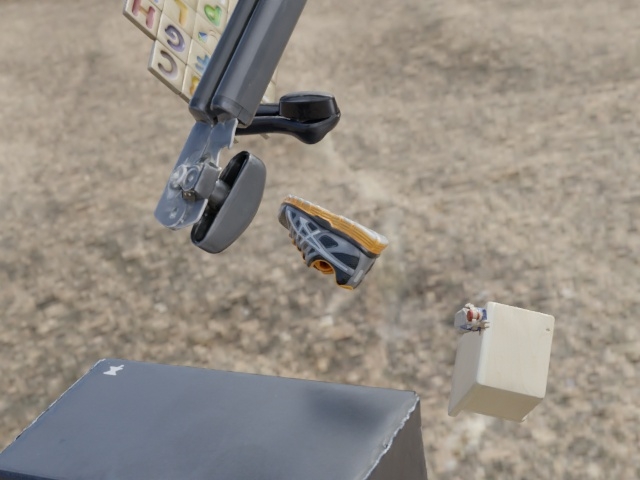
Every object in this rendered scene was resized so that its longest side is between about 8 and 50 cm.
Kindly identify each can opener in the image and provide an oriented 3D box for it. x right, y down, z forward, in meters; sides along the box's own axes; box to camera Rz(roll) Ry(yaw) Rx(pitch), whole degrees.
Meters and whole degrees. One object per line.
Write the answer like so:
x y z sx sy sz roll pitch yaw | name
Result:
-0.065 -0.156 1.611 0.186 0.073 0.059 -2 31 14 | can opener
-0.076 -0.125 1.263 0.076 0.095 0.283 5 66 50 | can opener

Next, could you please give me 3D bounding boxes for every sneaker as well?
0.000 0.000 1.695 0.084 0.083 0.215 23 2 -34 | sneaker

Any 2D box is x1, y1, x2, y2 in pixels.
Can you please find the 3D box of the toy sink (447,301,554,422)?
0.320 0.227 2.270 0.131 0.234 0.153 13 66 -2 | toy sink

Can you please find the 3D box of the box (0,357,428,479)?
-0.110 0.437 1.653 0.479 0.472 0.297 3 25 26 | box

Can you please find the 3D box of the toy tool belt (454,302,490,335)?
0.253 0.128 2.090 0.051 0.052 0.083 4 -14 -14 | toy tool belt

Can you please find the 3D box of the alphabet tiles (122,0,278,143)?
-0.158 -0.303 1.818 0.011 0.285 0.343 -27 39 30 | alphabet tiles
